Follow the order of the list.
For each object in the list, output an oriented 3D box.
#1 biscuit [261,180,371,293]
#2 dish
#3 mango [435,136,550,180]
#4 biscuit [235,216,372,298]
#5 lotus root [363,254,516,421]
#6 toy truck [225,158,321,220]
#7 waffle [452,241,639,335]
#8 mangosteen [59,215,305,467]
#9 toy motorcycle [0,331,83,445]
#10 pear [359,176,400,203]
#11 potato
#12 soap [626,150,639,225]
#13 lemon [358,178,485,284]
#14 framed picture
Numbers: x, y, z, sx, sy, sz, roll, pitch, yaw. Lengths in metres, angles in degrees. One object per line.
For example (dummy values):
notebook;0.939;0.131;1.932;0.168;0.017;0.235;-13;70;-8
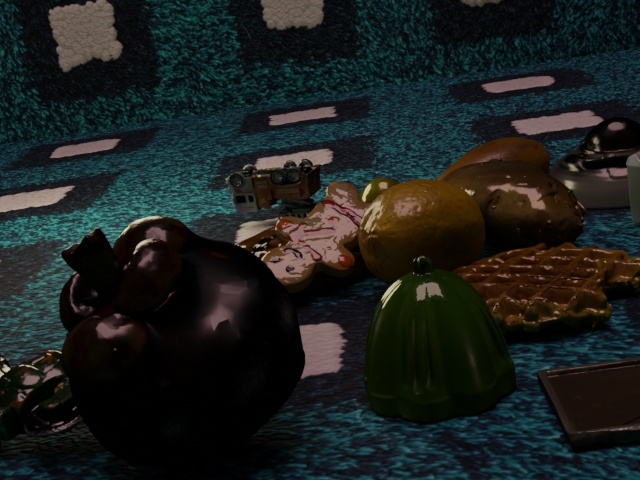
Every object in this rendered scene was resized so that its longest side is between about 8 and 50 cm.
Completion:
biscuit;0.000;0.000;1.787;0.234;0.030;0.153;-38;52;-27
dish;0.535;-0.154;2.097;0.273;0.133;0.273;-9;16;3
mango;0.303;-0.116;2.132;0.253;0.113;0.138;-23;23;-22
biscuit;0.003;0.014;1.924;0.314;0.063;0.367;0;17;33
lotus root;0.126;0.097;1.343;0.186;0.186;0.186;-8;15;2
toy truck;-0.087;-0.090;2.242;0.178;0.115;0.080;-2;17;21
waffle;0.298;0.062;1.583;0.301;0.058;0.282;-18;18;-33
mangosteen;-0.166;0.104;1.277;0.288;0.287;0.233;-15;-9;-20
toy motorcycle;-0.361;0.176;1.430;0.275;0.124;0.187;0;27;31
pear;0.103;-0.055;1.886;0.092;0.092;0.097;-21;13;-38
potato;0.300;-0.054;1.839;0.192;0.141;0.296;0;13;-29
soap;0.581;-0.105;1.909;0.066;0.119;0.198;3;19;45
lemon;0.148;-0.009;1.717;0.207;0.170;0.170;-9;13;-30
framed picture;0.375;0.159;1.248;0.260;0.023;0.189;-9;15;1
